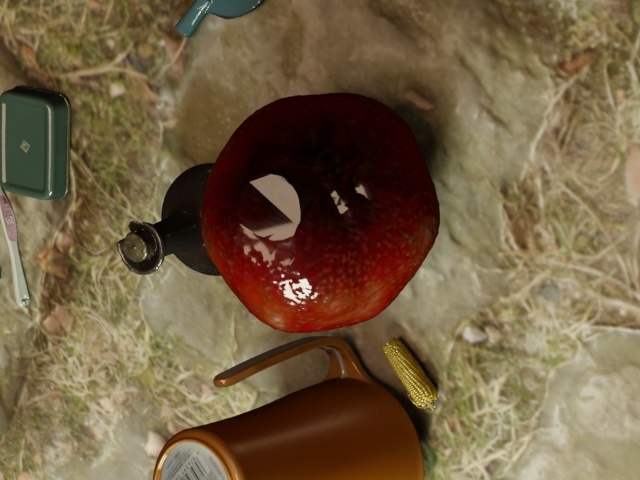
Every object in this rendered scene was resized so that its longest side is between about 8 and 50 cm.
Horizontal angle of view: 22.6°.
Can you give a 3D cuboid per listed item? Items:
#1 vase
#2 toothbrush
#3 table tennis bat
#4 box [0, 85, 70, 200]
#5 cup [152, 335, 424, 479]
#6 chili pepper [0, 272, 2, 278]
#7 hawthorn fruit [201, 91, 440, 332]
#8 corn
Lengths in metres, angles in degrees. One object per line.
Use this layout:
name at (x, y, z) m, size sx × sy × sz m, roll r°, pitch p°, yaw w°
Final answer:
vase at (-0.134, -0.012, 1.640) m, size 0.120 × 0.183 × 0.120 m, roll 10°, pitch 108°, yaw 32°
toothbrush at (-0.371, -0.020, 1.894) m, size 0.022 × 0.017 × 0.204 m, roll 3°, pitch 105°, yaw 52°
table tennis bat at (-0.101, -0.268, 1.649) m, size 0.100 × 0.019 × 0.155 m, roll 48°, pitch 121°, yaw 12°
box at (-0.330, -0.110, 1.832) m, size 0.091 × 0.031 × 0.126 m, roll 14°, pitch 109°, yaw 29°
cup at (-0.033, 0.214, 1.604) m, size 0.182 × 0.264 × 0.226 m, roll -5°, pitch 89°, yaw 42°
chili pepper at (-0.403, 0.009, 1.921) m, size 0.027 × 0.022 × 0.083 m, roll 2°, pitch 108°, yaw 67°
hawthorn fruit at (0.000, 0.000, 1.547) m, size 0.210 × 0.230 × 0.266 m, roll 38°, pitch 148°, yaw 32°
corn at (0.092, 0.138, 1.630) m, size 0.028 × 0.027 × 0.083 m, roll -38°, pitch 79°, yaw 19°
